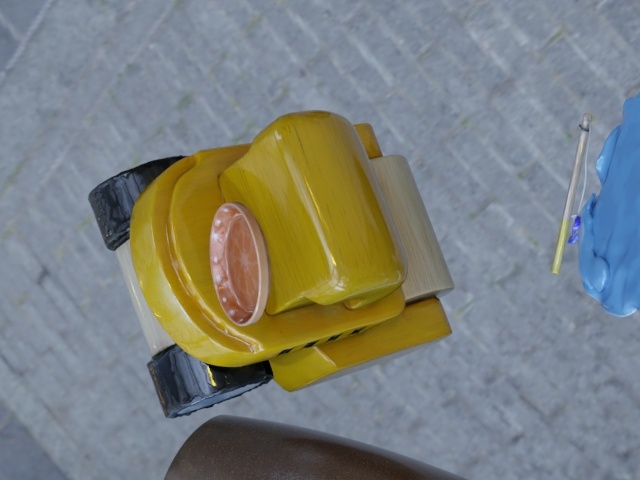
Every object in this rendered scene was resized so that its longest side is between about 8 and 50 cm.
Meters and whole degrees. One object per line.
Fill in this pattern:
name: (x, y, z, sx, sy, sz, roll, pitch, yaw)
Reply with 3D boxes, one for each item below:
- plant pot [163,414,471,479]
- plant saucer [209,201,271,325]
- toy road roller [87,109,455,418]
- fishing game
plant pot: (-0.014, 0.246, 1.116, 0.230, 0.215, 0.215, 26, 131, 26)
plant saucer: (-0.053, 0.015, 0.892, 0.083, 0.013, 0.083, 24, 118, 59)
toy road roller: (0.000, 0.000, 1.065, 0.241, 0.330, 0.202, -31, 76, 49)
fishing game: (0.244, -0.032, 0.966, 0.041, 0.189, 0.264, 14, 170, -15)
